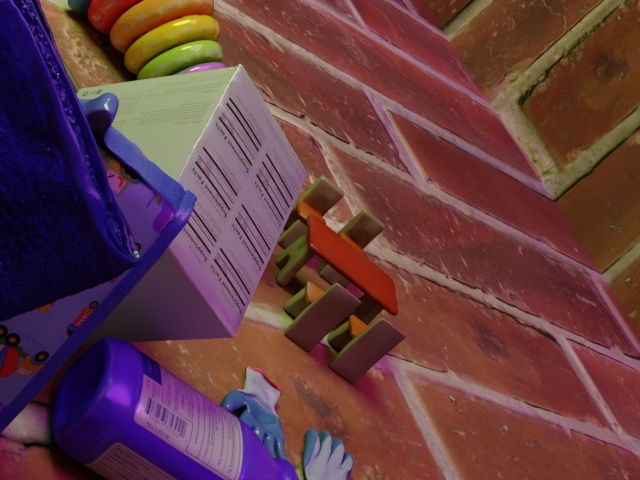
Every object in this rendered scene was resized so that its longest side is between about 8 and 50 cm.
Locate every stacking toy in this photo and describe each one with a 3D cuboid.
[{"bbox_3d":[-0.179,-0.223,1.947,0.165,0.175,0.302,-4,68,-64],"label":"stacking toy"}]

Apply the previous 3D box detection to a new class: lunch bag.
[{"bbox_3d":[-0.255,-0.008,1.148,0.221,0.293,0.138,39,22,-21],"label":"lunch bag"}]

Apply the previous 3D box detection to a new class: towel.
[{"bbox_3d":[-0.300,-0.030,1.026,0.076,0.308,0.228,-9,76,-85],"label":"towel"}]

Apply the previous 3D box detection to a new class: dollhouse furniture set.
[{"bbox_3d":[0.000,0.000,1.866,0.259,0.135,0.262,38,22,-23],"label":"dollhouse furniture set"}]

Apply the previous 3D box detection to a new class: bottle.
[{"bbox_3d":[-0.104,0.200,1.355,0.283,0.092,0.118,37,22,-25],"label":"bottle"}]

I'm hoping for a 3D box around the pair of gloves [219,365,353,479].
[{"bbox_3d":[-0.024,0.216,1.588,0.198,0.023,0.159,42,21,-13],"label":"pair of gloves"}]

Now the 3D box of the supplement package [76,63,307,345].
[{"bbox_3d":[-0.152,-0.029,1.391,0.149,0.194,0.203,58,42,-37],"label":"supplement package"}]

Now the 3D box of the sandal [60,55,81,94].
[{"bbox_3d":[-0.289,-0.111,1.539,0.303,0.120,0.086,50,34,5],"label":"sandal"}]
